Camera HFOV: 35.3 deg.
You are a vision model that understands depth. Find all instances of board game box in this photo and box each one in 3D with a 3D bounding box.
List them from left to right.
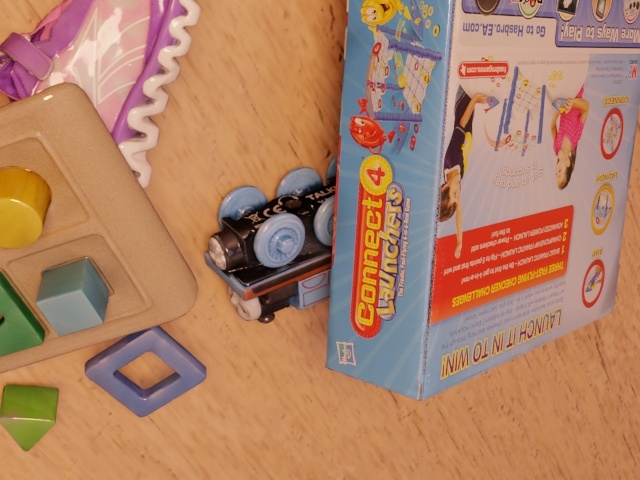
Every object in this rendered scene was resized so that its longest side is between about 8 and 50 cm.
[{"bbox_3d":[0.139,-0.067,0.765,0.308,0.086,0.301,-12,110,-49],"label":"board game box"}]

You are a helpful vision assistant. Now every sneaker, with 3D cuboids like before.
[{"bbox_3d":[-0.145,-0.114,0.619,0.105,0.095,0.236,11,103,-29],"label":"sneaker"}]

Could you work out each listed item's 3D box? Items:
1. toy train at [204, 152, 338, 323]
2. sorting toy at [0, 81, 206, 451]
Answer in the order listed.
[{"bbox_3d":[0.000,0.000,0.773,0.184,0.080,0.105,-23,126,-26],"label":"toy train"},{"bbox_3d":[-0.196,0.014,0.605,0.196,0.047,0.347,-20,127,7],"label":"sorting toy"}]
